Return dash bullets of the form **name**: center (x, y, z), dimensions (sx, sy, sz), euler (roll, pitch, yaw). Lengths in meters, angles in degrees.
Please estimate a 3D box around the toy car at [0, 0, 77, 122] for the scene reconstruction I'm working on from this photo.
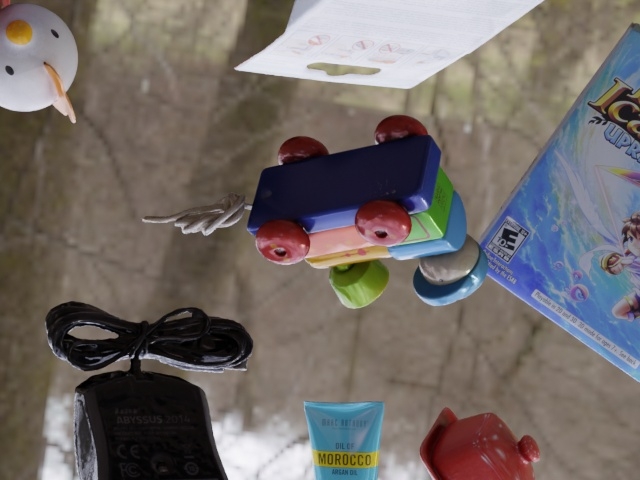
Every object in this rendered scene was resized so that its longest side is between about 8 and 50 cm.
- **toy car**: center (-0.329, -0.219, 1.789), dimensions (0.238, 0.219, 0.210), euler (42, 162, 10)

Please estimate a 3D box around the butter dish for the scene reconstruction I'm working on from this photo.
- **butter dish**: center (0.213, 0.274, 2.107), dimensions (0.118, 0.160, 0.160), euler (-30, -174, 24)

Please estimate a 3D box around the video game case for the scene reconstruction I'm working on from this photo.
- **video game case**: center (0.302, -0.008, 1.456), dimensions (0.269, 0.244, 0.061), euler (35, -165, 5)

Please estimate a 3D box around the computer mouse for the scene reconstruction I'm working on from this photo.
- **computer mouse**: center (-0.138, 0.182, 1.446), dimensions (0.188, 0.072, 0.272), euler (7, -130, -23)

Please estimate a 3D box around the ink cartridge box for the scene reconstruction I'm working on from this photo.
- **ink cartridge box**: center (0.106, -0.319, 2.223), dimensions (0.308, 0.091, 0.385), euler (2, 159, -35)

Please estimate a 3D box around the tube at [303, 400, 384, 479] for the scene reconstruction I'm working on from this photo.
- **tube**: center (0.026, 0.258, 1.747), dimensions (0.080, 0.207, 0.052), euler (-1, -164, 1)

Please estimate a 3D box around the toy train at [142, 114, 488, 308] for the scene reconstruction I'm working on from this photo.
- **toy train**: center (0.000, 0.000, 1.360), dimensions (0.248, 0.105, 0.143), euler (-11, 137, 29)
